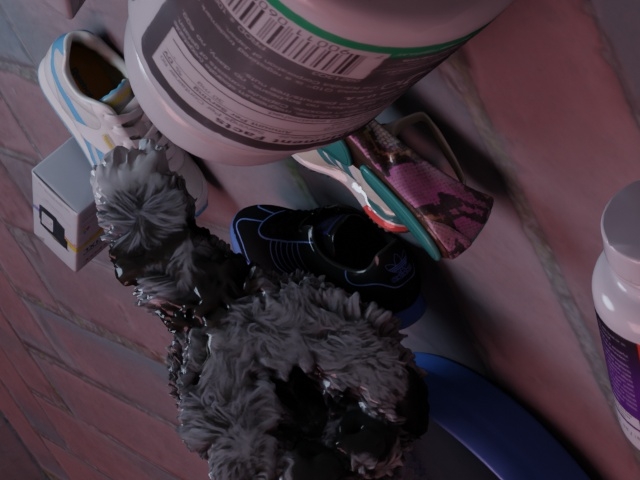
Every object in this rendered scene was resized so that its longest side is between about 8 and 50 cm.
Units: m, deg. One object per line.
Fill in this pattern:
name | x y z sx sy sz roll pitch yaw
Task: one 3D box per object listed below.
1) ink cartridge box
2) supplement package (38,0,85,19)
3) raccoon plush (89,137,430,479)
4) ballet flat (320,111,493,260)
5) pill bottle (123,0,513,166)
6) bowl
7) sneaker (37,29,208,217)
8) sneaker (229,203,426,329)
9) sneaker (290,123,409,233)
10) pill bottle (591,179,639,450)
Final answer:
ink cartridge box | -0.241 -0.057 1.902 0.072 0.127 0.175 43 159 9
supplement package | -0.158 -0.311 1.018 0.198 0.262 0.199 32 167 3
raccoon plush | -0.031 0.130 1.611 0.299 0.216 0.446 79 168 -64
ballet flat | 0.045 -0.078 1.361 0.221 0.079 0.077 43 171 15
pill bottle | -0.010 -0.172 1.136 0.204 0.204 0.361 51 159 -3
bowl | 0.160 0.274 1.705 0.391 0.077 0.391 42 155 25
sneaker | -0.197 -0.112 1.779 0.228 0.087 0.092 48 157 -2
sneaker | 0.000 0.000 1.596 0.232 0.081 0.090 23 143 38
sneaker | 0.031 -0.079 1.441 0.161 0.057 0.075 41 141 24
pill bottle | 0.237 0.051 1.157 0.108 0.108 0.193 31 153 40
